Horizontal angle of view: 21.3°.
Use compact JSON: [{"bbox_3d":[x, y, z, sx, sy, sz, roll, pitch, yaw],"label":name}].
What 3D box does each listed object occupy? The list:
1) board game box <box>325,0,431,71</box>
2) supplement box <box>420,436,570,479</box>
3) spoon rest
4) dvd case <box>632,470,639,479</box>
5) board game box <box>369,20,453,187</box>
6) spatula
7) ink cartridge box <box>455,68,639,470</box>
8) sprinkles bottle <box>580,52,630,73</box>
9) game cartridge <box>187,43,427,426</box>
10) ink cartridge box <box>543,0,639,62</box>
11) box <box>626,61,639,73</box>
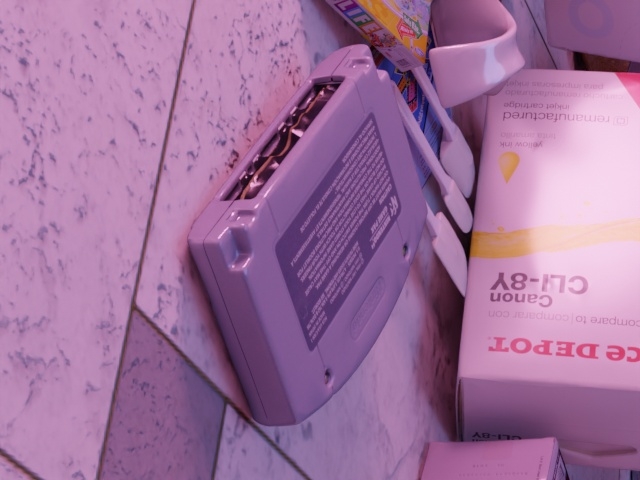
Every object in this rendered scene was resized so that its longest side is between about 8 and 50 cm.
[{"bbox_3d":[0.043,-0.233,1.498,0.154,0.026,0.103,37,49,-42],"label":"board game box"},{"bbox_3d":[0.191,0.298,1.660,0.073,0.130,0.239,-70,148,-46],"label":"supplement box"},{"bbox_3d":[0.151,-0.189,1.630,0.276,0.084,0.137,-74,151,-71],"label":"spoon rest"},{"bbox_3d":[0.489,0.272,2.512,0.180,0.022,0.253,38,51,-60],"label":"dvd case"},{"bbox_3d":[0.065,-0.104,1.574,0.281,0.027,0.145,-57,138,-56],"label":"board game box"},{"bbox_3d":[0.101,-0.081,1.603,0.242,0.019,0.168,55,38,-45],"label":"spatula"},{"bbox_3d":[0.294,0.024,1.733,0.160,0.279,0.385,80,17,-56],"label":"ink cartridge box"},{"bbox_3d":[0.447,-0.177,2.374,0.121,0.121,0.355,-71,148,-44],"label":"sprinkles bottle"},{"bbox_3d":[0.000,0.000,1.334,0.294,0.060,0.196,-55,132,-48],"label":"game cartridge"},{"bbox_3d":[0.362,-0.367,1.772,0.091,0.308,0.385,-33,124,-34],"label":"ink cartridge box"},{"bbox_3d":[0.553,0.020,2.132,0.471,0.297,0.480,31,76,-55],"label":"box"}]
